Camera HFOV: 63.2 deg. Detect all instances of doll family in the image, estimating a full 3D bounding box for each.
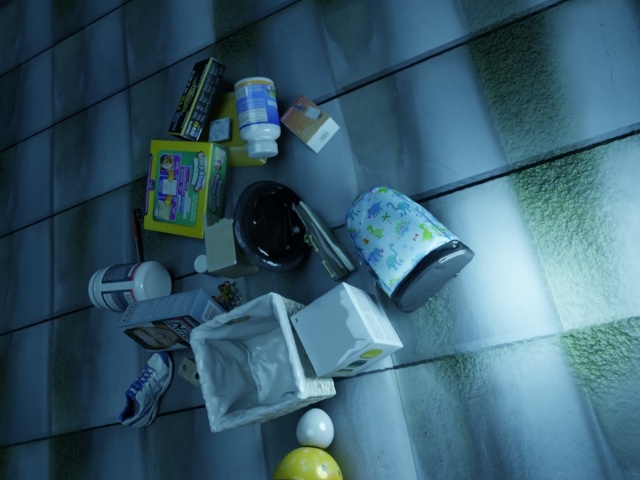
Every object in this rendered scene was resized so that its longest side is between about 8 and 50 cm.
[{"bbox_3d":[-0.364,0.220,1.900,0.193,0.076,0.111,-43,82,4],"label":"doll family"}]

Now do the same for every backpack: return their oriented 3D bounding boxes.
[{"bbox_3d":[0.234,-0.006,1.594,0.290,0.273,0.356,-43,50,17],"label":"backpack"}]

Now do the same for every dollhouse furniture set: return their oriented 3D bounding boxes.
[{"bbox_3d":[-0.385,0.411,1.831,0.129,0.129,0.184,23,88,29],"label":"dollhouse furniture set"}]

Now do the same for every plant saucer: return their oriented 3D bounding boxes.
[{"bbox_3d":[-0.353,-0.464,2.075,0.332,0.081,0.333,2,77,26],"label":"plant saucer"}]

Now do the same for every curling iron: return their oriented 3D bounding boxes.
[{"bbox_3d":[-0.761,-0.017,2.179,0.068,0.035,0.274,-13,71,23],"label":"curling iron"}]

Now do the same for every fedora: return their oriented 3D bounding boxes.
[{"bbox_3d":[-0.186,-0.035,1.813,0.152,0.334,0.334,-30,61,53],"label":"fedora"}]

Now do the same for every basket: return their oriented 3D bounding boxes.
[{"bbox_3d":[-0.174,0.377,1.607,0.328,0.266,0.331,-26,68,18],"label":"basket"}]

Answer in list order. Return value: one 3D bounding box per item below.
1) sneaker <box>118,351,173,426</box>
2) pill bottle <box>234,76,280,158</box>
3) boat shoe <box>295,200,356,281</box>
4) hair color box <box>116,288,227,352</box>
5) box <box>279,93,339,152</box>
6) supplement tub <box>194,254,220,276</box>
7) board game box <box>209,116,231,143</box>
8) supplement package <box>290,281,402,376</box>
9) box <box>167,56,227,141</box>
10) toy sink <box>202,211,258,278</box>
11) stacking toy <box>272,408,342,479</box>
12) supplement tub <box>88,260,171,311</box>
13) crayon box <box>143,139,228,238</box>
[{"bbox_3d":[-0.645,0.545,1.923,0.111,0.131,0.297,10,80,29],"label":"sneaker"},{"bbox_3d":[-0.228,-0.447,1.917,0.152,0.152,0.272,-10,86,23],"label":"pill bottle"},{"bbox_3d":[-0.002,0.000,1.754,0.091,0.109,0.305,-40,74,12],"label":"boat shoe"},{"bbox_3d":[-0.518,0.292,1.845,0.374,0.185,0.114,-13,42,31],"label":"hair color box"},{"bbox_3d":[-0.041,-0.429,1.907,0.130,0.091,0.170,-49,62,7],"label":"box"},{"bbox_3d":[-0.413,0.096,1.940,0.071,0.107,0.071,-7,73,25],"label":"supplement tub"},{"bbox_3d":[-0.391,-0.428,2.027,0.090,0.020,0.090,-7,74,25],"label":"board game box"},{"bbox_3d":[0.083,0.277,1.563,0.199,0.262,0.198,-35,64,14],"label":"supplement package"},{"bbox_3d":[-0.501,-0.562,2.096,0.257,0.079,0.322,26,94,62],"label":"box"},{"bbox_3d":[-0.323,0.004,1.896,0.131,0.153,0.234,-17,69,21],"label":"toy sink"},{"bbox_3d":[-0.045,0.735,1.518,0.350,0.350,0.480,-8,58,24],"label":"stacking toy"},{"bbox_3d":[-0.741,0.182,2.028,0.272,0.191,0.191,-6,74,24],"label":"supplement tub"},{"bbox_3d":[-0.532,-0.204,2.040,0.313,0.106,0.363,8,94,26],"label":"crayon box"}]
